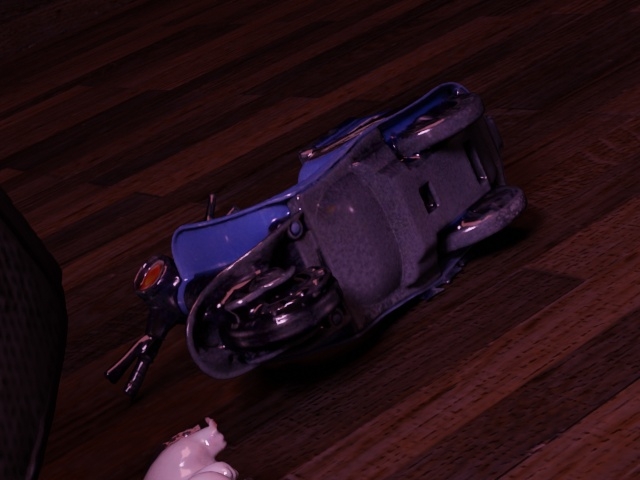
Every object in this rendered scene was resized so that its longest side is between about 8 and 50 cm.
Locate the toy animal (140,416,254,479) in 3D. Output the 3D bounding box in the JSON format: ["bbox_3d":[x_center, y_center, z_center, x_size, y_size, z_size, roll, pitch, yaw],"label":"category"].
[{"bbox_3d":[-0.061,0.147,0.722,0.085,0.071,0.124,-22,19,-8],"label":"toy animal"}]

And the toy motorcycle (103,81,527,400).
[{"bbox_3d":[0.000,0.000,1.008,0.212,0.125,0.358,-13,16,43],"label":"toy motorcycle"}]

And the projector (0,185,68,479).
[{"bbox_3d":[-0.347,0.133,0.590,0.395,0.242,0.405,-9,46,20],"label":"projector"}]
